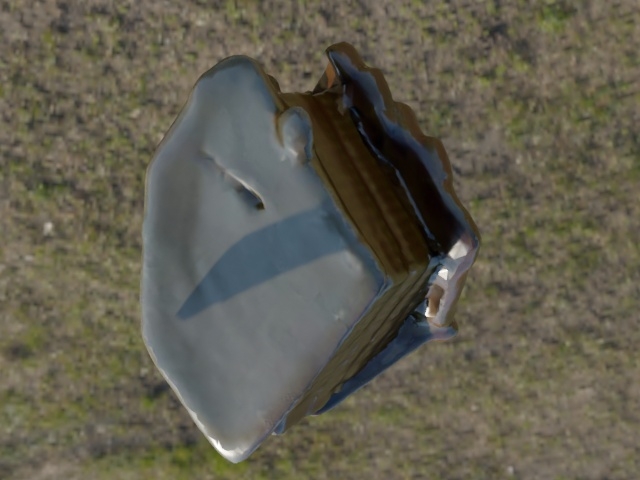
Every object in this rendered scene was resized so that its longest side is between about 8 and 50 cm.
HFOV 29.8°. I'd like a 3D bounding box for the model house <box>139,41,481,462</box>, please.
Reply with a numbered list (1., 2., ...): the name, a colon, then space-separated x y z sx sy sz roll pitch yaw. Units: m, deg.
1. model house: -0.001 0.000 0.823 0.219 0.199 0.229 -41 167 26
